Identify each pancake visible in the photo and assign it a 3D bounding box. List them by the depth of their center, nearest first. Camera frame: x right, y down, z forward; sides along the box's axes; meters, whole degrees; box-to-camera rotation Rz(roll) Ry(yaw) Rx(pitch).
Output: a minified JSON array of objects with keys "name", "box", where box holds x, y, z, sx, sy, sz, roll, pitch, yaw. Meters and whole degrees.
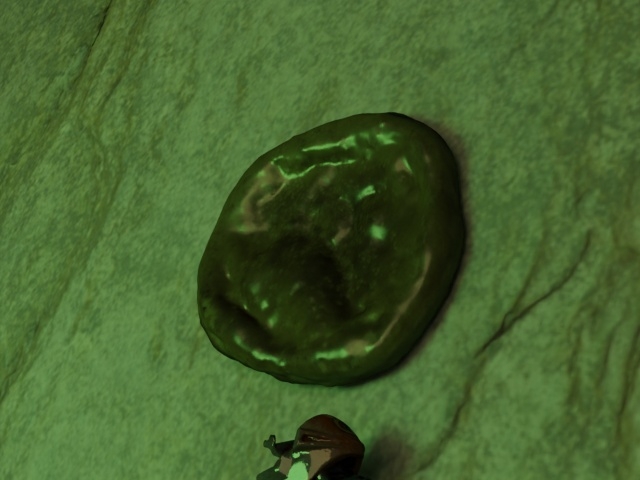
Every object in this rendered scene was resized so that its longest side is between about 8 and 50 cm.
[{"name":"pancake","box":[0.000,0.000,0.988,0.294,0.049,0.294,-21,51,29]}]

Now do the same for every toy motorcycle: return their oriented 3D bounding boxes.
[{"name":"toy motorcycle","box":[-0.031,0.210,0.860,0.212,0.084,0.118,-24,59,34]}]
